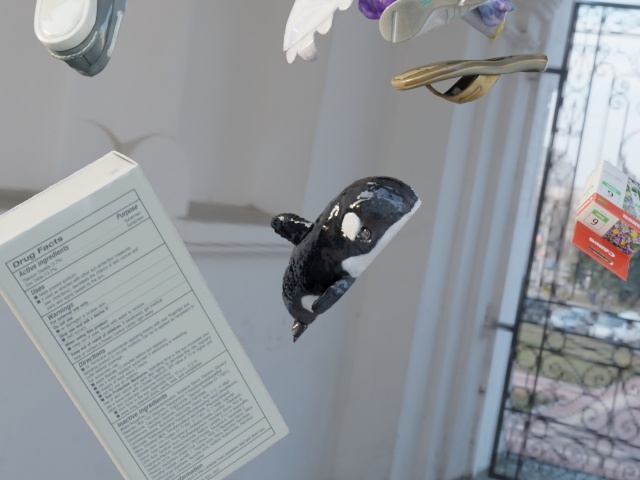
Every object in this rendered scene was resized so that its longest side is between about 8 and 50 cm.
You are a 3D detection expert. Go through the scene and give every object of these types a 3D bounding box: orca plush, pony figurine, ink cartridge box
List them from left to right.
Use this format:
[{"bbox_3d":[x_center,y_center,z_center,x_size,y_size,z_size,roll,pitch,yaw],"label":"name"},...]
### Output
[{"bbox_3d":[0.000,0.000,0.955,0.102,0.151,0.287,40,-19,1],"label":"orca plush"},{"bbox_3d":[0.090,-0.399,1.227,0.363,0.303,0.351,18,40,-19],"label":"pony figurine"},{"bbox_3d":[0.264,-0.020,0.839,0.063,0.029,0.115,35,40,-1],"label":"ink cartridge box"}]

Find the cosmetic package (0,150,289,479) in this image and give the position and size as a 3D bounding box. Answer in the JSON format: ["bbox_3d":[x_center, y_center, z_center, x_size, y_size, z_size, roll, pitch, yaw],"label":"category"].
[{"bbox_3d":[-0.175,0.090,0.886,0.160,0.309,0.113,-31,21,-14],"label":"cosmetic package"}]

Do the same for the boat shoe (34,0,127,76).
[{"bbox_3d":[-0.317,-0.368,1.299,0.116,0.319,0.099,-7,-31,17],"label":"boat shoe"}]

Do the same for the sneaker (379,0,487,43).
[{"bbox_3d":[0.136,-0.262,1.006,0.152,0.054,0.061,-23,1,25],"label":"sneaker"}]

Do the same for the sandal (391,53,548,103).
[{"bbox_3d":[0.170,-0.178,1.044,0.180,0.049,0.072,-8,13,-12],"label":"sandal"}]
